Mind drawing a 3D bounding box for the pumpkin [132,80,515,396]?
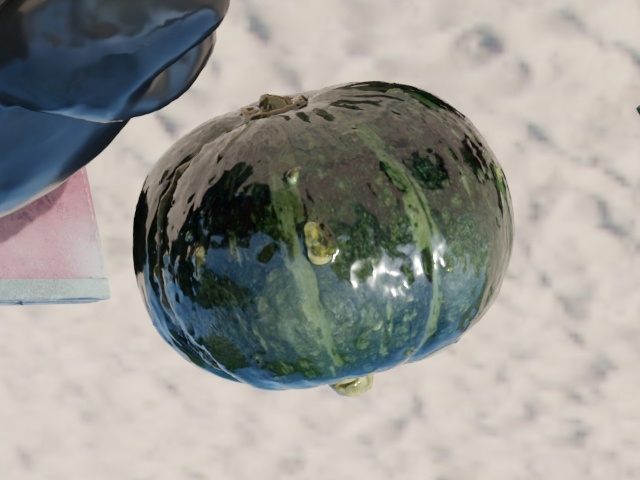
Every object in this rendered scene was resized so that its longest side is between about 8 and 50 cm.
[{"bbox_3d":[0.000,0.000,0.934,0.190,0.190,0.146,-1,115,16],"label":"pumpkin"}]

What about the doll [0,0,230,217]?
[{"bbox_3d":[-0.179,-0.033,0.795,0.252,0.379,0.382,-17,-159,-23],"label":"doll"}]

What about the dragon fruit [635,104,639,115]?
[{"bbox_3d":[0.273,-0.092,1.157,0.147,0.096,0.102,20,169,-18],"label":"dragon fruit"}]

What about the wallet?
[{"bbox_3d":[-0.215,-0.021,1.117,0.025,0.119,0.232,-19,168,35],"label":"wallet"}]
